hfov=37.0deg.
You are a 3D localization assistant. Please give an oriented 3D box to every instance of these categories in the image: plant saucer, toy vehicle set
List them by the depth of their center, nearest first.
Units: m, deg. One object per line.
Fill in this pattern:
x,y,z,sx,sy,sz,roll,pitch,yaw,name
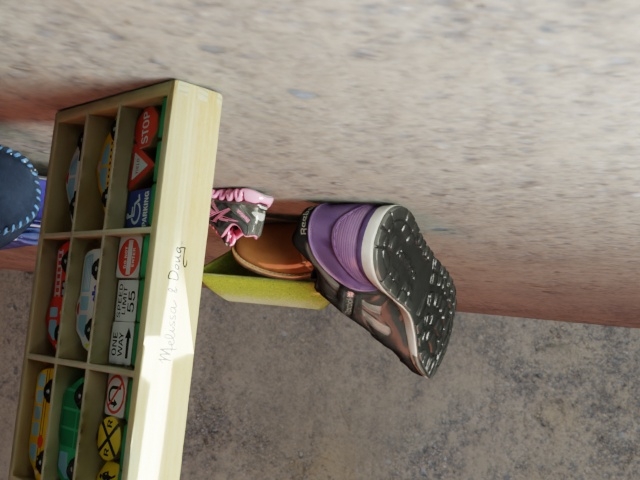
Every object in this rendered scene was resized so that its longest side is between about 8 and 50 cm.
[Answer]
-0.138,0.039,0.623,0.035,0.267,0.166,11,171,-39,toy vehicle set
-0.036,0.042,1.229,0.188,0.045,0.188,4,-164,20,plant saucer

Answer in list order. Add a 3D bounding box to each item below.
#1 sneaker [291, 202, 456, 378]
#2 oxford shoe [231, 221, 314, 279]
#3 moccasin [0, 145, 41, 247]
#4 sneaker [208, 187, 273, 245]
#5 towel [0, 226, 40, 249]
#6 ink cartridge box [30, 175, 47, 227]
0.061,0.048,1.048,0.124,0.107,0.283,10,148,30,sneaker
0.000,0.000,1.102,0.212,0.076,0.076,2,150,5,oxford shoe
-0.333,-0.029,0.665,0.117,0.137,0.342,-27,170,37,moccasin
-0.100,-0.023,0.972,0.119,0.057,0.047,2,174,43,sneaker
-0.613,-0.034,1.434,0.336,0.040,0.243,13,168,-37,towel
-0.262,-0.039,0.929,0.223,0.045,0.224,7,-178,-3,ink cartridge box
